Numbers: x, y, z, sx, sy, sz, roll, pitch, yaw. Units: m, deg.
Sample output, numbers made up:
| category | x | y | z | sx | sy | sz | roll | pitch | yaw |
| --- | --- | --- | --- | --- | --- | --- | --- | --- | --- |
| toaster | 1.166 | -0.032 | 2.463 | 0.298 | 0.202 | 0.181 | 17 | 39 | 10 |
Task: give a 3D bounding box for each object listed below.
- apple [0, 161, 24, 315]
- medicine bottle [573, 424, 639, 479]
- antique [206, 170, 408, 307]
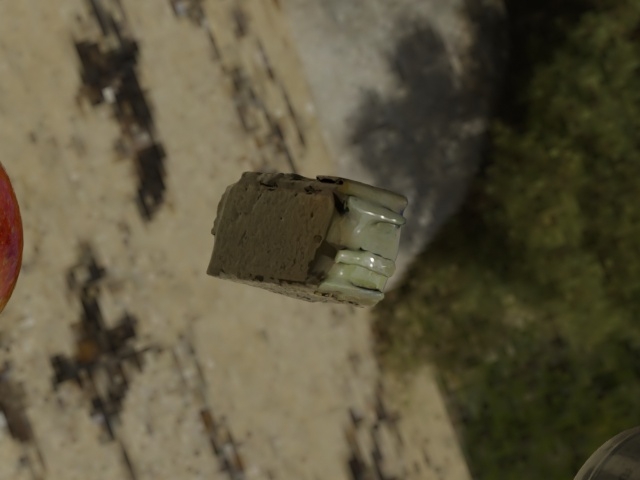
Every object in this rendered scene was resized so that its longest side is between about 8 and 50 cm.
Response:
| category | x | y | z | sx | sy | sz | roll | pitch | yaw |
| --- | --- | --- | --- | --- | --- | --- | --- | --- | --- |
| apple | -0.454 | -0.020 | 2.042 | 0.301 | 0.301 | 0.301 | -20 | 90 | -87 |
| medicine bottle | 0.413 | 0.325 | 1.981 | 0.306 | 0.245 | 0.245 | 13 | -50 | 54 |
| antique | 0.000 | 0.000 | 2.099 | 0.284 | 0.150 | 0.125 | 3 | -100 | 67 |
